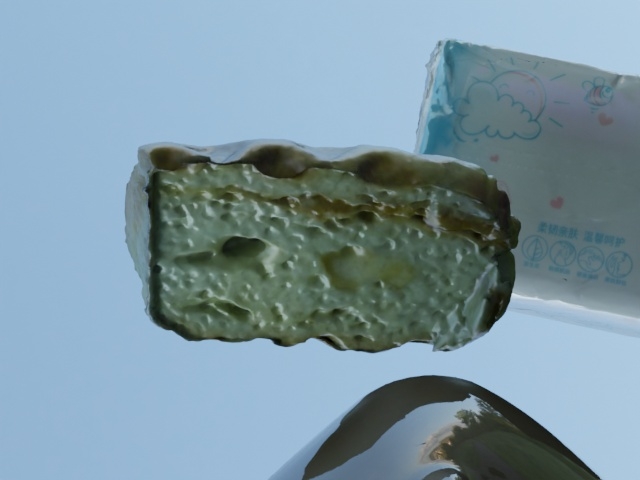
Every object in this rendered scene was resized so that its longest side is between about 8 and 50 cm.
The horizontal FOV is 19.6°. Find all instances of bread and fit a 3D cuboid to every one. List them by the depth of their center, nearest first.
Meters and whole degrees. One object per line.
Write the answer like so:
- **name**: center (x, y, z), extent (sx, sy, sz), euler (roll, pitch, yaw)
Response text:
- **bread**: center (0.000, 0.000, 1.091), extent (0.088, 0.232, 0.128), euler (-98, 14, -63)

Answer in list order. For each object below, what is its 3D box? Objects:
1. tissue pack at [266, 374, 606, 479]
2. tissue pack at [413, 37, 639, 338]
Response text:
- **tissue pack**: center (0.102, 0.266, 0.943), extent (0.387, 0.267, 0.277), euler (48, -178, 8)
- **tissue pack**: center (0.201, -0.035, 1.435), extent (0.124, 0.271, 0.201), euler (36, -115, -82)
